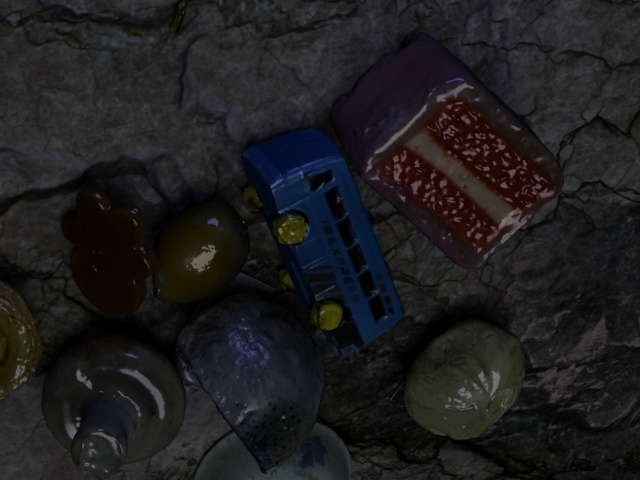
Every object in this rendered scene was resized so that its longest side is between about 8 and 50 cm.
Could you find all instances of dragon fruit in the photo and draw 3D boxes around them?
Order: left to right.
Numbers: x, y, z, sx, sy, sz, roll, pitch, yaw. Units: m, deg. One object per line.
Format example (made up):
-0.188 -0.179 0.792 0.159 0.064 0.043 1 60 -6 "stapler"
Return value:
-0.084 0.233 1.952 0.204 0.221 0.283 -35 134 -8 "dragon fruit"

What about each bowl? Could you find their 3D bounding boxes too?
-0.076 0.492 2.194 0.313 0.146 0.313 -7 121 -11 "bowl"

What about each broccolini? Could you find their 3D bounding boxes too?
-0.188 -0.367 1.707 0.035 0.030 0.140 -17 139 -50 "broccolini"

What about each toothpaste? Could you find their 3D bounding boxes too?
-0.192 0.177 2.022 0.099 0.068 0.282 16 112 -54 "toothpaste"

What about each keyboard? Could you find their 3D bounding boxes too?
0.197 0.248 2.197 0.055 0.017 0.166 25 112 -27 "keyboard"

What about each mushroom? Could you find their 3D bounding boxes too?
-0.348 0.281 1.925 0.243 0.243 0.243 -7 122 -12 "mushroom"

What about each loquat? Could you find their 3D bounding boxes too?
-0.196 0.022 1.865 0.195 0.152 0.152 -39 123 14 "loquat"

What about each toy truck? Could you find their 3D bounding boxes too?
0.000 0.000 1.912 0.162 0.161 0.385 -30 124 -10 "toy truck"

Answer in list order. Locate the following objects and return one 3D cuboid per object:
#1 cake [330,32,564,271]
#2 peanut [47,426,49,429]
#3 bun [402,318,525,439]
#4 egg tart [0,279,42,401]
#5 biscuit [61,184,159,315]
0.194 -0.141 1.828 0.237 0.230 0.309 -45 122 11 "cake"
-0.436 0.319 2.049 0.083 0.037 0.037 1 121 -14 "peanut"
0.267 0.264 2.129 0.244 0.153 0.244 -14 130 -17 "bun"
-0.583 0.144 1.850 0.288 0.118 0.288 -7 124 -10 "egg tart"
-0.332 0.021 1.844 0.180 0.039 0.236 26 131 15 "biscuit"
